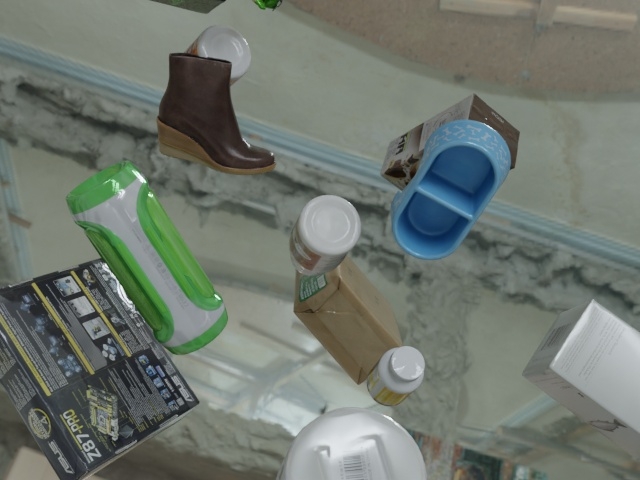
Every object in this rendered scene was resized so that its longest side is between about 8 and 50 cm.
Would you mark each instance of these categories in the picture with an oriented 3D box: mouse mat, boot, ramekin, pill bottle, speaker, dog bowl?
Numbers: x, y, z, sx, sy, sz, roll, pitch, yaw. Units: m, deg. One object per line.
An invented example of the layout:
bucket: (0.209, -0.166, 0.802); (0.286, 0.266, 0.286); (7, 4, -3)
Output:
mouse mat: (-0.280, -0.483, 1.445); (0.152, 0.007, 0.189); (8, 3, -22)
boot: (-0.192, -0.244, 1.422); (0.248, 0.090, 0.207); (11, -65, -10)
ramekin: (0.057, 0.432, 1.280); (0.277, 0.277, 0.135); (13, -36, 5)
pill bottle: (0.000, 0.000, 1.572); (0.131, 0.131, 0.229); (19, -20, -5)
speaker: (-0.261, 0.031, 1.119); (0.131, 0.131, 0.296); (-12, -63, 37)
dog bowl: (0.239, -0.084, 1.384); (0.166, 0.074, 0.297); (29, -56, 0)
pill bottle: (-0.250, -0.370, 1.583); (0.121, 0.121, 0.216); (31, -27, -23)
pill bottle: (0.170, 0.299, 1.617); (0.103, 0.103, 0.184); (17, -28, -2)

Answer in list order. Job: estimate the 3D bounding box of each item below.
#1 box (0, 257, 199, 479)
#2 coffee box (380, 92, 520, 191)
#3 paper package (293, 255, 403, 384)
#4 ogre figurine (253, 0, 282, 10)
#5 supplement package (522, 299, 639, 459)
box: (-0.469, 0.245, 1.464); (0.097, 0.318, 0.395); (-41, -99, 30)
coffee box: (0.310, -0.208, 1.763); (0.168, 0.119, 0.297); (33, -34, -23)
paper package: (0.074, 0.198, 2.079); (0.168, 0.325, 0.309); (-38, -75, 11)
ogre figurine: (-0.122, -0.535, 1.412); (0.197, 0.097, 0.118); (31, -66, -35)
supplement package: (0.360, 0.173, 0.886); (0.179, 0.105, 0.105); (36, -15, 7)
